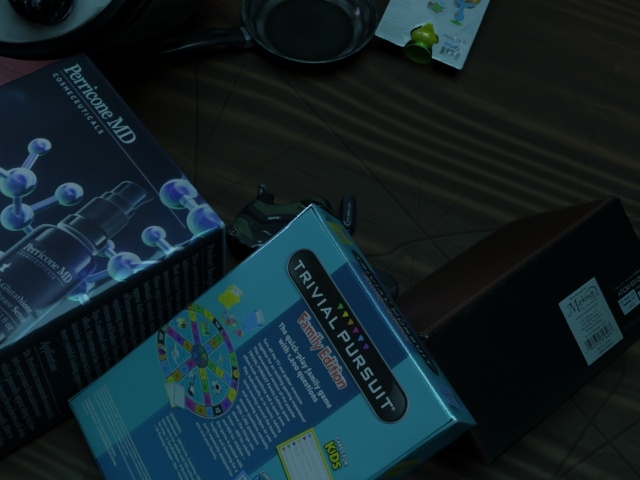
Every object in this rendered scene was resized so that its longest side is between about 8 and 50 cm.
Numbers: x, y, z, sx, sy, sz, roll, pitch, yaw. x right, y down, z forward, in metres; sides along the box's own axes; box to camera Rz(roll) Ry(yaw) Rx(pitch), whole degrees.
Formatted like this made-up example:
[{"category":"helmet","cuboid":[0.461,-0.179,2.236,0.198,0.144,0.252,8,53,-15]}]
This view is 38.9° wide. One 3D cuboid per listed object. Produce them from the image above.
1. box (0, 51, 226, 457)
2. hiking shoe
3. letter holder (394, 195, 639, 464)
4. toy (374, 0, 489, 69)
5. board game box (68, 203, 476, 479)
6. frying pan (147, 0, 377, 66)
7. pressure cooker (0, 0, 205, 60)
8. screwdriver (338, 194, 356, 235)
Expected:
[{"category":"box","cuboid":[-0.340,0.032,0.967,0.395,0.212,0.293,-31,65,-24]},{"category":"hiking shoe","cuboid":[0.000,0.000,1.088,0.226,0.086,0.114,24,67,14]},{"category":"letter holder","cuboid":[0.204,0.096,1.042,0.301,0.214,0.152,-32,98,-25]},{"category":"toy","cuboid":[0.181,-0.361,1.366,0.136,0.056,0.237,23,63,4]},{"category":"board game box","cuboid":[-0.058,0.169,0.891,0.336,0.079,0.254,-38,65,11]},{"category":"frying pan","cuboid":[-0.060,-0.287,1.295,0.197,0.053,0.326,40,64,18]},{"category":"pressure cooker","cuboid":[-0.308,-0.402,1.069,0.375,0.370,0.420,28,20,1]},{"category":"screwdriver","cuboid":[0.033,0.019,1.134,0.025,0.024,0.170,17,60,-30]}]
